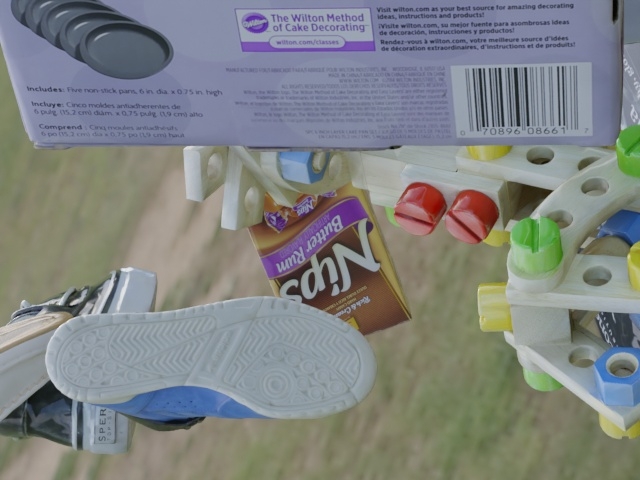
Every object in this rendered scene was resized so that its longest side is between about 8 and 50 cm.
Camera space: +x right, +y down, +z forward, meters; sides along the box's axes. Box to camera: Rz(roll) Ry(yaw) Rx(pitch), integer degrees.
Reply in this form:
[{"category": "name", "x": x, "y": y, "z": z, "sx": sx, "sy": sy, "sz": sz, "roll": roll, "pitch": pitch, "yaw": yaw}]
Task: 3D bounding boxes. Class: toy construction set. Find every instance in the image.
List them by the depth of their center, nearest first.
[{"category": "toy construction set", "x": 0.084, "y": -0.021, "z": 1.183, "sx": 0.215, "sy": 0.328, "sz": 0.151, "roll": -57, "pitch": -17, "yaw": -36}]

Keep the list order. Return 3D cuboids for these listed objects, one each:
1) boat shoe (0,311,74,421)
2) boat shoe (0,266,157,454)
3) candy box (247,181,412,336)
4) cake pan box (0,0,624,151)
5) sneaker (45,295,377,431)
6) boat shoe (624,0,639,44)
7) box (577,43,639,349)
[{"category": "boat shoe", "x": -0.269, "y": 0.148, "z": 1.290, "sx": 0.277, "sy": 0.096, "sz": 0.098, "roll": -33, "pitch": 11, "yaw": -17}, {"category": "boat shoe", "x": -0.193, "y": 0.082, "z": 1.506, "sx": 0.335, "sy": 0.119, "sz": 0.121, "roll": -112, "pitch": 29, "yaw": -84}, {"category": "candy box", "x": 0.000, "y": 0.000, "z": 1.714, "sx": 0.109, "sy": 0.186, "sz": 0.053, "roll": -21, "pitch": 18, "yaw": 5}, {"category": "cake pan box", "x": -0.007, "y": -0.141, "z": 0.735, "sx": 0.245, "sy": 0.267, "sz": 0.070, "roll": 78, "pitch": -164, "yaw": -48}, {"category": "sneaker", "x": -0.047, "y": 0.059, "z": 0.915, "sx": 0.084, "sy": 0.152, "sz": 0.058, "roll": 54, "pitch": -146, "yaw": -80}, {"category": "boat shoe", "x": 0.211, "y": -0.183, "z": 1.103, "sx": 0.258, "sy": 0.095, "sz": 0.084, "roll": -14, "pitch": 49, "yaw": 49}, {"category": "box", "x": 0.396, "y": -0.139, "z": 1.907, "sx": 0.471, "sy": 0.297, "sz": 0.479, "roll": 91, "pitch": 161, "yaw": -65}]
